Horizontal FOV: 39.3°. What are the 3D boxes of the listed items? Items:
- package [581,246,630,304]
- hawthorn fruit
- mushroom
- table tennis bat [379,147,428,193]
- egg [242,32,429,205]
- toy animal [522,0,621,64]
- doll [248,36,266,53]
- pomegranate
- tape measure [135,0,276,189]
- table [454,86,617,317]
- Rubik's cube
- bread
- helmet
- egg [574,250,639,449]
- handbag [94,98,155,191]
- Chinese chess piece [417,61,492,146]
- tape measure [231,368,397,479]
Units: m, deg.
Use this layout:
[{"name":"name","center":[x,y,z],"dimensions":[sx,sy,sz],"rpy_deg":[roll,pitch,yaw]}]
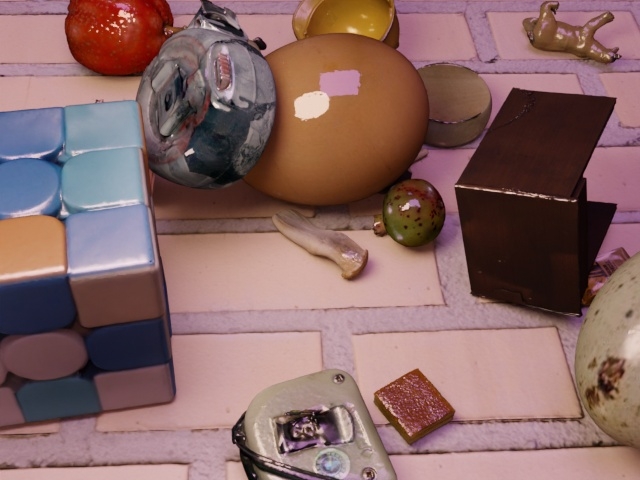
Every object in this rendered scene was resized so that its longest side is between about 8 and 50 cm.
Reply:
[{"name":"package","center":[0.477,0.068,1.540],"dimensions":[0.131,0.047,0.071],"rpy_deg":[-22,53,-4]},{"name":"hawthorn fruit","center":[-0.390,-0.432,1.829],"dimensions":[0.253,0.205,0.205],"rpy_deg":[11,50,5]},{"name":"mushroom","center":[-0.003,0.002,1.577],"dimensions":[0.202,0.054,0.059],"rpy_deg":[29,48,27]},{"name":"table tennis bat","center":[0.145,-0.140,1.724],"dimensions":[0.156,0.013,0.087],"rpy_deg":[-30,56,-24]},{"name":"egg","center":[0.007,-0.209,1.589],"dimensions":[0.374,0.301,0.301],"rpy_deg":[-13,48,13]},{"name":"toy animal","center":[0.550,-0.446,1.967],"dimensions":[0.218,0.103,0.101],"rpy_deg":[14,69,6]},{"name":"doll","center":[-0.209,-0.322,1.771],"dimensions":[0.234,0.135,0.143],"rpy_deg":[-27,55,-35]},{"name":"pomegranate","center":[0.156,-0.049,1.579],"dimensions":[0.130,0.130,0.130],"rpy_deg":[1,49,-2]},{"name":"tape measure","center":[-0.198,-0.220,1.460],"dimensions":[0.147,0.256,0.275],"rpy_deg":[11,42,-43]},{"name":"table","center":[0.375,-0.071,1.497],"dimensions":[0.196,0.251,0.282],"rpy_deg":[10,45,29]},{"name":"Rubik's cube","center":[-0.407,0.038,1.329],"dimensions":[0.346,0.347,0.344],"rpy_deg":[-9,51,-9]},{"name":"bread","center":[0.143,0.253,1.373],"dimensions":[0.090,0.035,0.094],"rpy_deg":[-26,55,-23]},{"name":"helmet","center":[0.076,-0.432,1.891],"dimensions":[0.205,0.140,0.257],"rpy_deg":[-51,50,0]},{"name":"egg","center":[0.538,0.147,1.317],"dimensions":[0.287,0.288,0.379],"rpy_deg":[36,56,25]},{"name":"handbag","center":[-0.358,-0.167,1.619],"dimensions":[0.116,0.179,0.205],"rpy_deg":[1,57,-13]},{"name":"Chinese chess piece","center":[0.249,-0.272,1.802],"dimensions":[0.188,0.083,0.188],"rpy_deg":[1,53,-1]},{"name":"tape measure","center":[-0.009,0.307,1.270],"dimensions":[0.207,0.115,0.235],"rpy_deg":[-13,51,-16]}]
